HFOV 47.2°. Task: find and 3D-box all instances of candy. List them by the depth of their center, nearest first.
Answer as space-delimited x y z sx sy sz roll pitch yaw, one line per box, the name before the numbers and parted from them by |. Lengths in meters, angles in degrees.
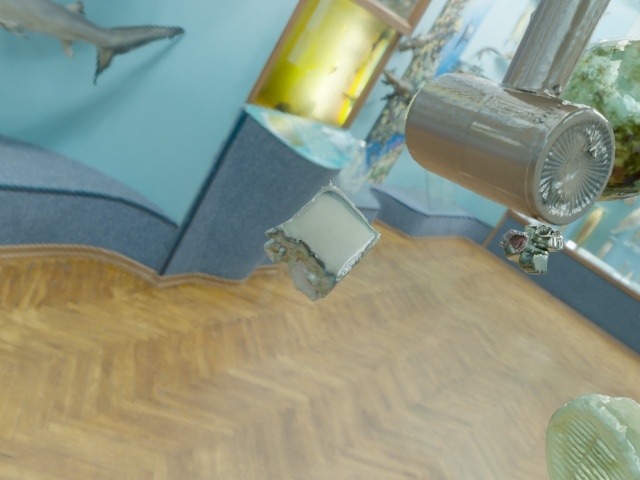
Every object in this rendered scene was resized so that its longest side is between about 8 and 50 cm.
candy | 0.000 0.000 1.525 0.185 0.195 0.137 46 -27 -3

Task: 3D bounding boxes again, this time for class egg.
egg | 0.438 -0.174 1.123 0.238 0.289 0.238 10 63 -19

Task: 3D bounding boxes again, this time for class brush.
brush | 0.313 0.005 1.123 0.071 0.084 0.301 41 15 24

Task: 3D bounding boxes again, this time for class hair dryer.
hair dryer | 0.125 -0.108 0.402 0.064 0.182 0.117 19 11 -38

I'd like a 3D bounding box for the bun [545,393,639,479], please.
bun | 0.498 0.374 1.247 0.145 0.229 0.229 -1 31 -28
